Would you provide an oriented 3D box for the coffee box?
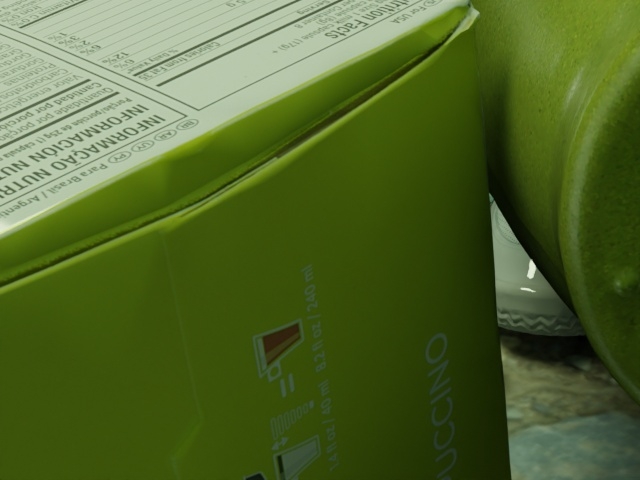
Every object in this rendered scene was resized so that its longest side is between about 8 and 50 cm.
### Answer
[{"bbox_3d":[-0.138,0.056,0.813,0.338,0.337,0.334,-30,36,-33],"label":"coffee box"}]

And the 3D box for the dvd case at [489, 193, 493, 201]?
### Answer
[{"bbox_3d":[0.098,-0.056,1.266,0.087,0.013,0.119,-16,29,-12],"label":"dvd case"}]

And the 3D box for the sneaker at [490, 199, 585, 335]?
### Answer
[{"bbox_3d":[0.184,-0.101,1.119,0.137,0.210,0.366,5,33,25],"label":"sneaker"}]

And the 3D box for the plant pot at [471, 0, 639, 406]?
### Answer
[{"bbox_3d":[0.224,-0.072,0.775,0.367,0.366,0.353,-5,22,8],"label":"plant pot"}]
